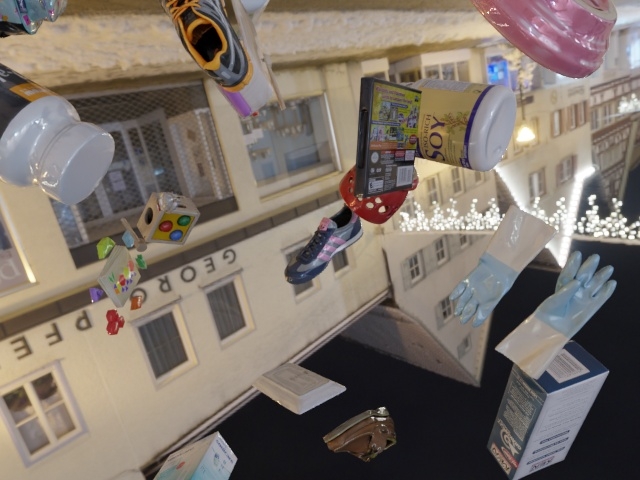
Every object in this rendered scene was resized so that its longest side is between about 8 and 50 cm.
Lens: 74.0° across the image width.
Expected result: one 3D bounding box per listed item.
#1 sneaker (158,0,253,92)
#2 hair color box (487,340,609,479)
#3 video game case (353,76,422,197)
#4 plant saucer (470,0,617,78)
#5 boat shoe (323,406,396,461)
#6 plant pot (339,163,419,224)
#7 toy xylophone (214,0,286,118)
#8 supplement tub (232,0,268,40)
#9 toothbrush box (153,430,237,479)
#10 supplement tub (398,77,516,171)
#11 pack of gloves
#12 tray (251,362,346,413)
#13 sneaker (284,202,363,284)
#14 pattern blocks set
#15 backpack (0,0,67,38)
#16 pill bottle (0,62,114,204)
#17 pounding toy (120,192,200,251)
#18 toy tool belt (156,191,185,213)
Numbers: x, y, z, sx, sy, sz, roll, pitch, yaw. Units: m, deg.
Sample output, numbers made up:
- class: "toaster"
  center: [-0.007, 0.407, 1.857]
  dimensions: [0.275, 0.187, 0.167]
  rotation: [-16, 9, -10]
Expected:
- class: "sneaker"
  center: [-0.172, -0.312, 0.589]
  dimensions: [0.084, 0.214, 0.083]
  rotation: [-35, -179, 16]
- class: "hair color box"
  center: [0.529, 0.415, 1.018]
  dimensions: [0.174, 0.346, 0.105]
  rotation: [-12, -146, -15]
- class: "video game case"
  center: [0.163, -0.236, 0.997]
  dimensions: [0.035, 0.247, 0.275]
  rotation: [12, -163, 32]
- class: "plant saucer"
  center: [0.358, -0.416, 0.692]
  dimensions: [0.332, 0.332, 0.084]
  rotation: [-25, 167, -38]
- class: "boat shoe"
  center: [0.122, 0.506, 1.094]
  dimensions: [0.111, 0.104, 0.307]
  rotation: [-39, 152, 21]
- class: "plant pot"
  center: [0.177, -0.169, 1.247]
  dimensions: [0.191, 0.191, 0.174]
  rotation: [-32, 168, -50]
- class: "toy xylophone"
  center: [-0.167, -0.392, 0.896]
  dimensions: [0.081, 0.236, 0.322]
  rotation: [-22, -125, 10]
- class: "supplement tub"
  center: [-0.299, -0.862, 1.463]
  dimensions: [0.236, 0.235, 0.325]
  rotation: [-20, -175, -25]
- class: "toothbrush box"
  center: [-0.416, 0.765, 1.303]
  dimensions: [0.217, 0.126, 0.295]
  rotation: [-30, -174, 14]
- class: "supplement tub"
  center: [0.375, -0.352, 1.269]
  dimensions: [0.332, 0.240, 0.241]
  rotation: [22, -145, 37]
- class: "pack of gloves"
  center: [0.333, 0.089, 0.697]
  dimensions: [0.195, 0.231, 0.046]
  rotation: [36, -156, 23]
- class: "tray"
  center: [-0.067, 0.374, 1.118]
  dimensions: [0.145, 0.030, 0.271]
  rotation: [-15, -173, -32]
- class: "sneaker"
  center: [0.000, 0.000, 1.308]
  dimensions: [0.112, 0.131, 0.319]
  rotation: [25, -125, 38]
- class: "pattern blocks set"
  center: [-0.661, 0.120, 1.397]
  dimensions: [0.026, 0.285, 0.324]
  rotation: [-8, -155, 5]
- class: "backpack"
  center: [-0.513, -0.452, 0.694]
  dimensions: [0.145, 0.188, 0.165]
  rotation: [-9, -137, -7]
- class: "pill bottle"
  center: [-0.483, -0.179, 0.652]
  dimensions: [0.279, 0.162, 0.162]
  rotation: [29, -165, -6]
- class: "pounding toy"
  center: [-0.494, -0.032, 1.273]
  dimensions: [0.181, 0.206, 0.094]
  rotation: [7, -145, -50]
- class: "toy tool belt"
  center: [-0.356, -0.090, 1.011]
  dimensions: [0.051, 0.052, 0.083]
  rotation: [-13, 177, -33]
